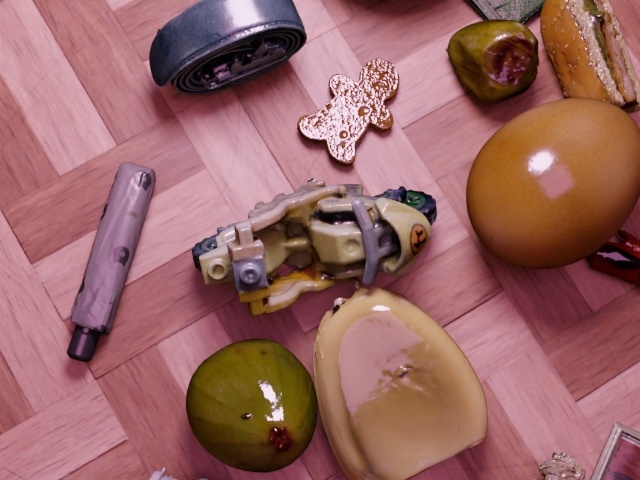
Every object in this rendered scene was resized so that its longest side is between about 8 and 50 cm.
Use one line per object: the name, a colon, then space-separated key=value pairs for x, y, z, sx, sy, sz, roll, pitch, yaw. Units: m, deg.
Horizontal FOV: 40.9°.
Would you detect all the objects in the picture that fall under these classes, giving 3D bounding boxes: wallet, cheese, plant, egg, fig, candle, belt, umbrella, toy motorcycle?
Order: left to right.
umbrella: x=-0.346 y=0.033 z=1.412 sx=0.073 sy=0.067 sz=0.337 roll=12 pitch=79 yaw=12
belt: x=-0.156 y=-0.323 z=1.420 sx=0.268 sy=0.206 sz=0.116 roll=-23 pitch=82 yaw=5
fig: x=-0.098 y=0.256 z=1.309 sx=0.203 sy=0.225 sz=0.202 roll=-2 pitch=96 yaw=-17
toy motorcycle: x=0.000 y=0.000 z=1.365 sx=0.411 sy=0.237 sz=0.168 roll=-13 pitch=107 yaw=-5
cheese: x=0.114 y=0.224 z=1.367 sx=0.260 sy=0.128 sz=0.315 roll=-23 pitch=86 yaw=-13
fig: x=0.300 y=-0.315 z=1.492 sx=0.166 sy=0.154 sz=0.144 roll=36 pitch=95 yaw=34
wallet: x=0.366 y=-0.495 z=1.559 sx=0.236 sy=0.055 sz=0.160 roll=-42 pitch=87 yaw=-3
plant: x=0.367 y=0.404 z=1.396 sx=0.122 sy=0.104 sz=0.116 roll=2 pitch=37 yaw=27
egg: x=0.384 y=-0.097 z=1.386 sx=0.322 sy=0.250 sz=0.250 roll=-39 pitch=84 yaw=-14
candle: x=0.599 y=0.069 z=1.467 sx=0.302 sy=0.059 sz=0.084 roll=27 pitch=91 yaw=4

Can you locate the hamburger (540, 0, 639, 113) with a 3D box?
hamburger: x=0.456 y=-0.330 z=1.496 sx=0.124 sy=0.131 sz=0.261 roll=-1 pitch=71 yaw=-38

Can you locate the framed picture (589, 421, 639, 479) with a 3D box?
framed picture: x=0.528 y=0.467 z=1.411 sx=0.217 sy=0.016 sz=0.273 roll=26 pitch=79 yaw=2

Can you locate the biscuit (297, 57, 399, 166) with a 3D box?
biscuit: x=0.064 y=-0.231 z=1.503 sx=0.138 sy=0.031 sz=0.205 roll=37 pitch=80 yaw=3

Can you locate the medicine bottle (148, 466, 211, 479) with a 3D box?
medicine bottle: x=-0.177 y=0.439 z=1.313 sx=0.215 sy=0.135 sz=0.135 roll=26 pitch=79 yaw=2
